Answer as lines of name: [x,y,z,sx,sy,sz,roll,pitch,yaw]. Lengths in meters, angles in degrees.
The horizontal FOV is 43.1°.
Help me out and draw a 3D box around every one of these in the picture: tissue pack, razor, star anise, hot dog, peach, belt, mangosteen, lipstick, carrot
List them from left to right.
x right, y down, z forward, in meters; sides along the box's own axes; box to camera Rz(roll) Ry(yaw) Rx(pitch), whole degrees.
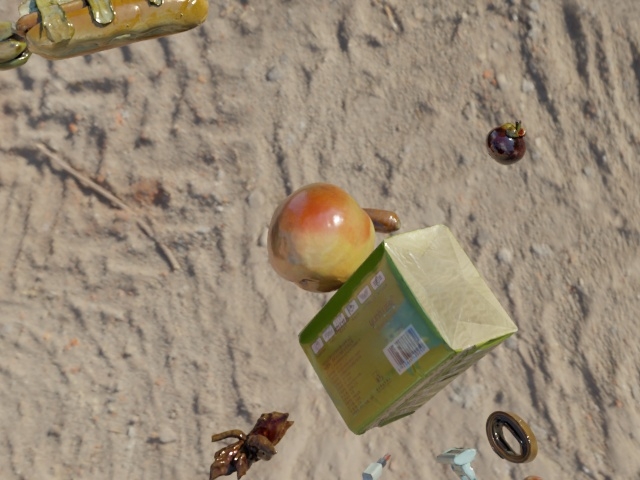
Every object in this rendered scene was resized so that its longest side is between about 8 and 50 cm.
hot dog: [-0.264,-0.300,1.050,0.270,0.072,0.109,-19,50,-15]
star anise: [-0.143,0.450,1.788,0.196,0.212,0.111,-33,75,40]
peach: [0.000,0.000,1.324,0.184,0.184,0.184,-11,65,25]
carrot: [0.056,-0.046,1.608,0.216,0.048,0.048,8,74,23]
lipstick: [0.125,0.484,1.738,0.025,0.107,0.025,4,107,31]
tissue pack: [0.123,0.140,1.246,0.200,0.167,0.274,59,137,21]
mangosteen: [0.354,-0.182,1.534,0.081,0.081,0.080,-11,65,25]
belt: [0.279,0.290,1.188,0.059,0.036,0.083,-49,55,18]
razor: [0.288,0.355,1.071,0.278,0.111,0.056,27,76,3]

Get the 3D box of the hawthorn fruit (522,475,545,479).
hawthorn fruit: [0.431,0.513,1.621,0.067,0.103,0.066,0,94,4]

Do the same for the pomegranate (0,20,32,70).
pomegranate: [-0.587,-0.278,1.246,0.159,0.241,0.189,175,113,-76]
